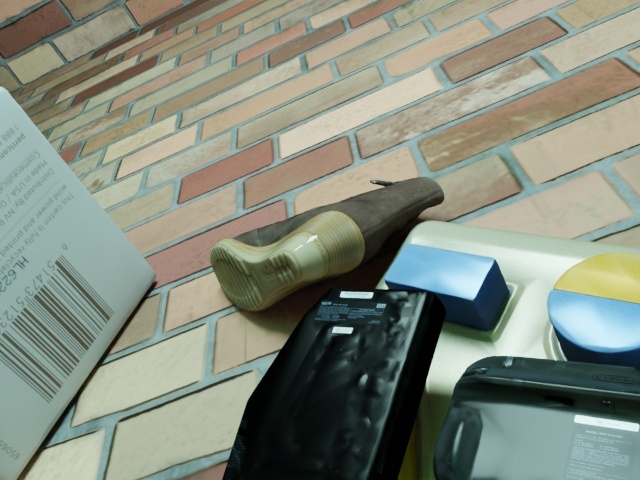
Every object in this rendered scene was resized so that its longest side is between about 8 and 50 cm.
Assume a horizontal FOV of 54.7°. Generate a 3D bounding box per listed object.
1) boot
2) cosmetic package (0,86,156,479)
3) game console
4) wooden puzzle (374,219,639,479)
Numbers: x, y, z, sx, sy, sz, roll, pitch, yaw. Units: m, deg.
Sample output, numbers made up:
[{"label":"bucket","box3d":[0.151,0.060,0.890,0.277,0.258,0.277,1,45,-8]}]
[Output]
[{"label":"boot","box3d":[0.000,0.000,0.720,0.207,0.090,0.248,-27,9,-32]},{"label":"cosmetic package","box3d":[-0.505,0.061,0.772,0.394,0.327,0.329,-6,42,31]},{"label":"game console","box3d":[0.094,0.130,0.394,0.361,0.044,0.213,-1,50,36]},{"label":"wooden puzzle","box3d":[0.135,0.101,0.485,0.322,0.080,0.348,10,51,43]}]
